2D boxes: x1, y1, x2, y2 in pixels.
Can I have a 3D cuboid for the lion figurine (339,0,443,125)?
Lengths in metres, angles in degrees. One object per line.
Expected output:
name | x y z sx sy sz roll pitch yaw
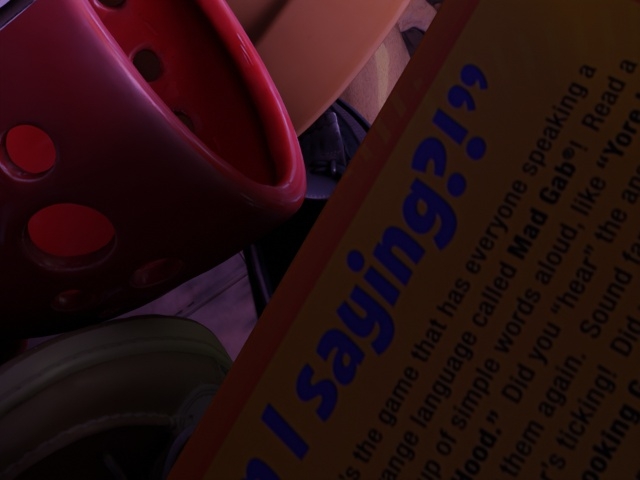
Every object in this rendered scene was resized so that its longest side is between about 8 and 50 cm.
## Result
lion figurine | 0.034 -0.114 1.318 0.240 0.142 0.392 18 45 -54

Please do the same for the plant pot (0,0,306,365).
plant pot | -0.126 -0.047 0.655 0.191 0.174 0.191 49 18 -22

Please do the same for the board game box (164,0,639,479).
board game box | 0.174 0.169 0.558 0.356 0.356 0.356 30 0 32

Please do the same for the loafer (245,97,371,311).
loafer | 0.000 0.000 1.064 0.095 0.109 0.302 32 32 -47

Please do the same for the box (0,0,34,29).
box | -0.179 -0.146 0.537 0.127 0.262 0.231 42 23 -39

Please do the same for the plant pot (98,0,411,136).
plant pot | -0.067 -0.216 1.021 0.203 0.291 0.291 31 25 -20

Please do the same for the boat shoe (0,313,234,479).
boat shoe | -0.058 0.102 0.694 0.089 0.105 0.285 60 16 22
